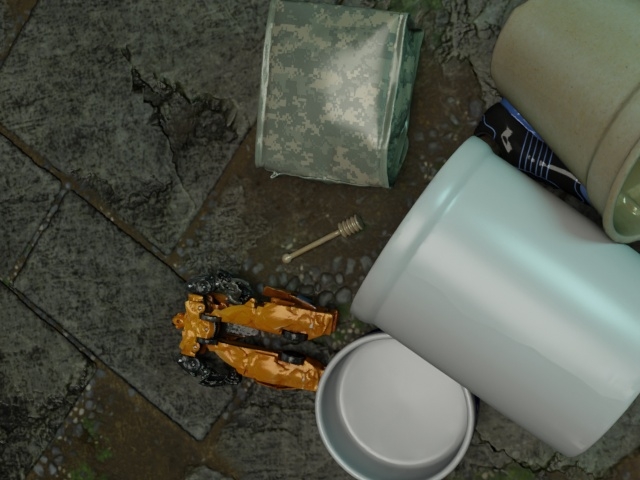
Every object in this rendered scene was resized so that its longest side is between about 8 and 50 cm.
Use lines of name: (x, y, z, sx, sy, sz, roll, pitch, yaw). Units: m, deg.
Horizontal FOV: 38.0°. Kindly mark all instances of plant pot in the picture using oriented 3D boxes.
plant pot: (0.421, -0.219, 1.321, 0.334, 0.334, 0.305, -51, 57, 14)

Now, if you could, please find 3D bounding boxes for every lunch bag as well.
lunch bag: (0.027, -0.229, 1.514, 0.235, 0.169, 0.286, 10, 93, 16)

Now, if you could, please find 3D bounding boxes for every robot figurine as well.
robot figurine: (-0.121, 0.166, 1.635, 0.291, 0.085, 0.211, 11, 97, 15)

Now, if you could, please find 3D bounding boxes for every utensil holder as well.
utensil holder: (0.293, 0.085, 1.385, 0.385, 0.327, 0.327, 35, 103, 8)

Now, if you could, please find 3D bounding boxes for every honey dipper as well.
honey dipper: (0.000, 0.000, 1.615, 0.161, 0.030, 0.030, -25, 87, 20)

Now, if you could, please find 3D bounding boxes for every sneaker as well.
sneaker: (0.346, -0.126, 1.476, 0.090, 0.081, 0.232, -46, 74, 18)

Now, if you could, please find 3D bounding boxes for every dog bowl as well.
dog bowl: (0.131, 0.276, 1.558, 0.265, 0.104, 0.264, 1, 94, 17)
